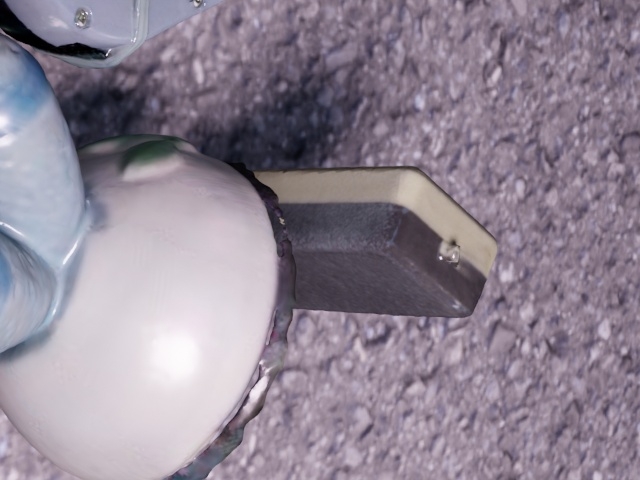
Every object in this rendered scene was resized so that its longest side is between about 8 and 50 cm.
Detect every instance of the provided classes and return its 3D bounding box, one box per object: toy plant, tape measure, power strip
[{"bbox_3d":[-0.204,0.004,1.109,0.332,0.247,0.247,25,75,-37],"label":"toy plant"},{"bbox_3d":[-0.151,-0.208,1.227,0.181,0.107,0.182,-44,123,-41],"label":"tape measure"},{"bbox_3d":[0.000,0.000,1.272,0.105,0.257,0.070,37,67,-39],"label":"power strip"}]
